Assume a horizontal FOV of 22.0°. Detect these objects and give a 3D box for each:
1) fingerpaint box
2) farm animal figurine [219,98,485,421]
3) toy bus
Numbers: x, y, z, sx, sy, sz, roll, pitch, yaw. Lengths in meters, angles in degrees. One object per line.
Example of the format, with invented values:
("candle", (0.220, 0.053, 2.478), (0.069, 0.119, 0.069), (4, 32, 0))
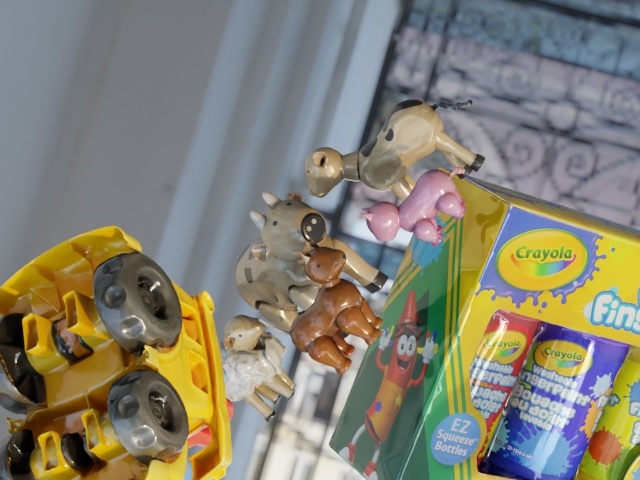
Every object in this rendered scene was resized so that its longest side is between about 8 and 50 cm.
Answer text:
("fingerpaint box", (0.287, 0.151, 2.000), (0.445, 0.371, 0.163), (16, -170, -33))
("farm animal figurine", (0.000, 0.000, 1.791), (0.172, 0.330, 0.327), (39, 141, -7))
("toy bus", (-0.136, 0.131, 1.248), (0.149, 0.220, 0.211), (-27, 144, 23))
